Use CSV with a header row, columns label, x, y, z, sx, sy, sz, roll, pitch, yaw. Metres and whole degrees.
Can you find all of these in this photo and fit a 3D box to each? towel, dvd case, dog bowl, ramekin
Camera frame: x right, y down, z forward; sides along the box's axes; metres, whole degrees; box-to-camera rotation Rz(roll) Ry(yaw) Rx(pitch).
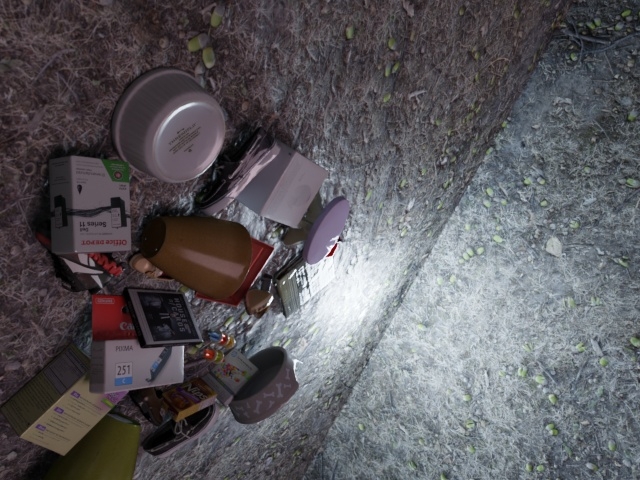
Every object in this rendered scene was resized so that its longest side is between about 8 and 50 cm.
label,x,y,z,sx,sy,sz,roll,pitch,yaw
towel,-0.063,0.146,2.321,0.312,0.056,0.324,-39,150,-23
dvd case,-0.463,0.231,1.642,0.029,0.179,0.238,-34,159,21
dog bowl,-0.235,0.566,2.222,0.349,0.348,0.102,-43,111,-22
ramekin,-0.350,-0.263,1.332,0.273,0.127,0.273,-38,148,-29

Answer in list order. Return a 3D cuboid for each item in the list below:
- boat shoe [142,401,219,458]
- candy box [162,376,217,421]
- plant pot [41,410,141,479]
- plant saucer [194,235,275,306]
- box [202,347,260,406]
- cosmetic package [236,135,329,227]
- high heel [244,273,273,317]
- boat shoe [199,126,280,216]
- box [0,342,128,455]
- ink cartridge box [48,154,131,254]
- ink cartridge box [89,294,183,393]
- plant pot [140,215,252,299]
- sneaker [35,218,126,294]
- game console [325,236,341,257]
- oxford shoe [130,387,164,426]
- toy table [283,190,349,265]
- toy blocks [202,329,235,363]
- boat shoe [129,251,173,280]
label,x,y,z,sx,sy,sz,roll,pitch,yaw
boat shoe,-0.527,0.699,2.084,0.306,0.113,0.105,-31,141,-1
candy box,-0.488,0.583,2.044,0.186,0.109,0.053,-12,130,-54
plant pot,-0.688,0.691,1.720,0.294,0.274,0.275,-66,155,-14
plant saucer,-0.297,0.093,1.884,0.258,0.047,0.259,-57,152,2
box,-0.353,0.533,2.163,0.186,0.145,0.038,-42,150,-23
cosmetic package,-0.125,-0.183,1.761,0.224,0.138,0.224,-59,153,6
high heel,-0.233,0.260,2.035,0.261,0.093,0.186,-66,171,-65
boat shoe,-0.253,-0.201,1.592,0.301,0.108,0.102,-43,120,2
box,-0.705,0.445,1.544,0.243,0.117,0.213,-45,150,-18
ink cartridge box,-0.509,-0.075,1.229,0.153,0.086,0.208,-3,91,-58
ink cartridge box,-0.515,0.287,1.576,0.296,0.066,0.261,13,72,-61
plant pot,-0.364,0.024,1.554,0.254,0.237,0.237,23,100,-46
sneaker,-0.589,0.051,1.322,0.135,0.097,0.276,-52,154,-11
game console,0.000,0.000,2.204,0.144,0.124,0.085,-4,163,-37
oxford shoe,-0.577,0.574,1.924,0.096,0.082,0.227,-43,151,-31
toy table,-0.025,-0.065,2.021,0.274,0.161,0.252,-59,153,8
toy blocks,-0.393,0.391,2.044,0.123,0.054,0.148,-53,152,-6
boat shoe,-0.470,0.078,1.581,0.063,0.059,0.170,-57,152,3
